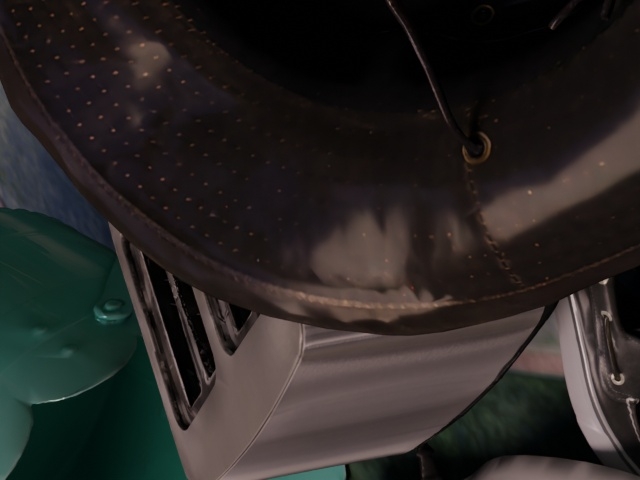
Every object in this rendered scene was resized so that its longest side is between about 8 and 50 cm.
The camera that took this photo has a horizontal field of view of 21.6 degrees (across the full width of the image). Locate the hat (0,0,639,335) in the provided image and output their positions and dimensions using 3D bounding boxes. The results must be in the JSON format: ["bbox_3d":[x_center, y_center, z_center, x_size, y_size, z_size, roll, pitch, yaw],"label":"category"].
[{"bbox_3d":[0.032,-0.137,0.485,0.331,0.134,0.331,15,123,23],"label":"hat"}]

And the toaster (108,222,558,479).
[{"bbox_3d":[0.000,0.000,0.638,0.168,0.110,0.185,123,132,-58],"label":"toaster"}]

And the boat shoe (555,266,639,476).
[{"bbox_3d":[0.115,0.033,0.619,0.040,0.049,0.142,3,119,53],"label":"boat shoe"}]

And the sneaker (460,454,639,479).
[{"bbox_3d":[0.060,0.187,0.701,0.108,0.169,0.292,33,156,-13],"label":"sneaker"}]

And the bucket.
[{"bbox_3d":[-0.142,0.126,0.862,0.183,0.281,0.281,33,142,36],"label":"bucket"}]
